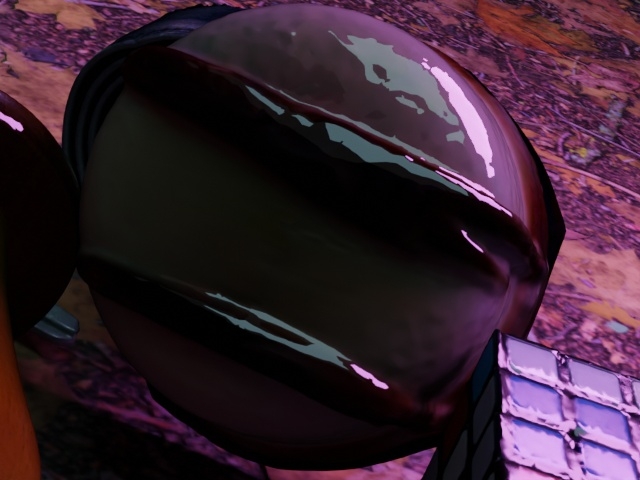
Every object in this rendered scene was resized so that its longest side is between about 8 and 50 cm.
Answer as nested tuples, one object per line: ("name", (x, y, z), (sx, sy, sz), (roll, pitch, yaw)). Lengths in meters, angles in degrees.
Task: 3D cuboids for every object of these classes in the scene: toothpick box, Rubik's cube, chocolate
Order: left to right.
("toothpick box", (-0.214, 0.042, 0.647), (0.192, 0.192, 0.294), (11, 35, -19))
("chocolate", (0.000, 0.000, 0.700), (0.283, 0.284, 0.186), (22, -2, 2))
("Rubik's cube", (0.134, 0.185, 0.623), (0.182, 0.187, 0.184), (19, 30, -5))

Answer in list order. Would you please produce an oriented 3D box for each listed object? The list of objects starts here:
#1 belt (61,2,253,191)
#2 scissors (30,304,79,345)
("belt", (-0.048, -0.042, 0.881), (0.267, 0.206, 0.116), (28, 30, 10))
("scissors", (-0.336, -0.045, 0.877), (0.447, 0.029, 0.192), (30, 29, 18))
